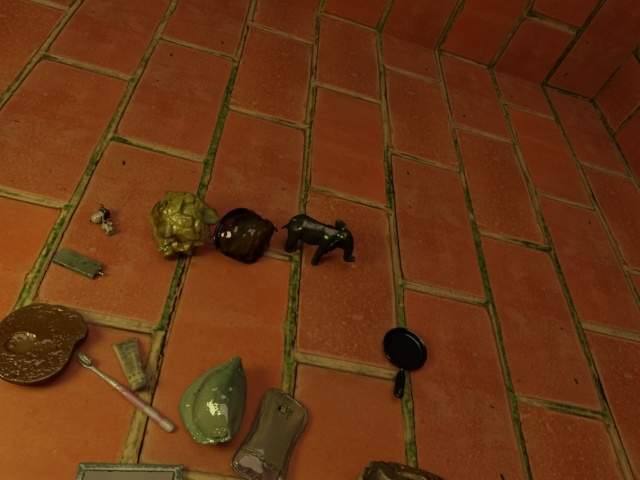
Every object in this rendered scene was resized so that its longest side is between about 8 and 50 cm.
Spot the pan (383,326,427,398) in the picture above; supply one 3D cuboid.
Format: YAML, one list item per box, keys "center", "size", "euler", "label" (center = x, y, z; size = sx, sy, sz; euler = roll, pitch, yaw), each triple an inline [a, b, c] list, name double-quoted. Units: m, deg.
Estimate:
- center: [0.228, 0.343, 1.485]
  size: [0.136, 0.028, 0.235]
  euler: [23, 43, -1]
  label: "pan"

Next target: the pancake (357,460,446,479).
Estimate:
- center: [0.233, 0.619, 1.129]
  size: [0.386, 0.082, 0.387]
  euler: [30, 16, -9]
  label: "pancake"

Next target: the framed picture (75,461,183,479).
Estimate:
- center: [-0.387, 0.573, 1.034]
  size: [0.216, 0.017, 0.275]
  euler: [10, 47, -15]
  label: "framed picture"

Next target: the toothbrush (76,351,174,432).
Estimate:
- center: [-0.446, 0.343, 1.207]
  size: [0.286, 0.025, 0.020]
  euler: [34, 47, 8]
  label: "toothbrush"

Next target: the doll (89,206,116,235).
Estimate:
- center: [-0.600, -0.055, 1.484]
  size: [0.085, 0.040, 0.058]
  euler: [32, 59, 12]
  label: "doll"

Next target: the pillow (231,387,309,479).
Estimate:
- center: [-0.110, 0.458, 1.236]
  size: [0.130, 0.038, 0.233]
  euler: [30, 44, 1]
  label: "pillow"

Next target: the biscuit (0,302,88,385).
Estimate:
- center: [-0.642, 0.235, 1.202]
  size: [0.180, 0.049, 0.208]
  euler: [19, 46, -6]
  label: "biscuit"

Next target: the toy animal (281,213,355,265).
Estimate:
- center: [0.001, 0.004, 1.607]
  size: [0.244, 0.146, 0.115]
  euler: [13, 46, -14]
  label: "toy animal"

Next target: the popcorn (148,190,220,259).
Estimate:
- center: [-0.387, -0.047, 1.474]
  size: [0.167, 0.185, 0.188]
  euler: [36, 25, -23]
  label: "popcorn"

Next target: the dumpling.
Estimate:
- center: [-0.243, 0.359, 1.221]
  size: [0.149, 0.105, 0.217]
  euler: [17, 47, -8]
  label: "dumpling"

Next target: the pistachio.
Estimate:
- center: [-0.222, -0.014, 1.539]
  size: [0.210, 0.130, 0.165]
  euler: [-12, 89, -43]
  label: "pistachio"

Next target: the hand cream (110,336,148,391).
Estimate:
- center: [-0.445, 0.291, 1.251]
  size: [0.061, 0.039, 0.143]
  euler: [-16, 49, -25]
  label: "hand cream"

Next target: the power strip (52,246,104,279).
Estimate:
- center: [-0.625, 0.063, 1.382]
  size: [0.136, 0.019, 0.051]
  euler: [23, 44, -2]
  label: "power strip"
